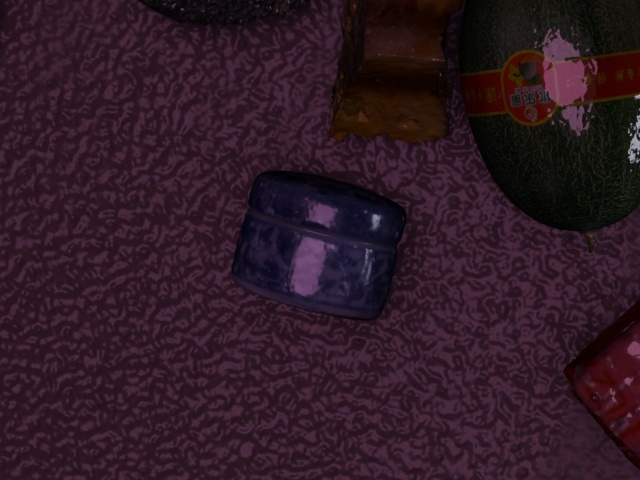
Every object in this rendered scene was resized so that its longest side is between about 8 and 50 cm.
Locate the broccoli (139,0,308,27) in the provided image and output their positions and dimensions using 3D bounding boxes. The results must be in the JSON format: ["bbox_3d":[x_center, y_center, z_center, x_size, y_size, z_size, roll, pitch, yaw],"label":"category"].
[{"bbox_3d":[-0.087,-0.292,1.448,0.226,0.198,0.176,-28,51,-18],"label":"broccoli"}]

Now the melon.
[{"bbox_3d":[0.217,-0.131,1.403,0.182,0.182,0.287,-13,94,9],"label":"melon"}]

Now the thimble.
[{"bbox_3d":[0.321,0.106,1.405,0.189,0.163,0.125,-40,86,2],"label":"thimble"}]

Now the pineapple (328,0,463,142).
[{"bbox_3d":[0.066,-0.184,1.407,0.114,0.186,0.236,-2,120,-4],"label":"pineapple"}]

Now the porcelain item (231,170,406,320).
[{"bbox_3d":[0.000,0.000,1.457,0.147,0.147,0.114,16,95,8],"label":"porcelain item"}]
